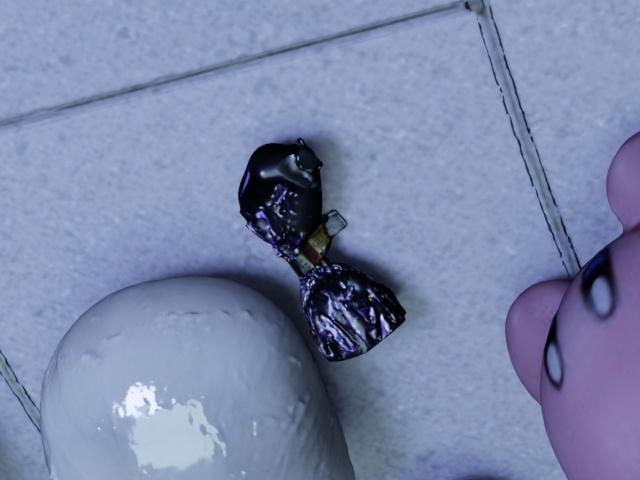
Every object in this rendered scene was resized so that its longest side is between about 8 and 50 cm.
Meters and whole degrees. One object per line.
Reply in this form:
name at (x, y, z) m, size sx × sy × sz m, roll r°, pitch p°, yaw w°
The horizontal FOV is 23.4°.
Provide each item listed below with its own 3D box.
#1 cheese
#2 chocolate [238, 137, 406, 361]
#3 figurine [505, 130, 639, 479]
cheese at (-0.088, 0.115, 0.989) m, size 0.198 × 0.154 × 0.189 m, roll -6°, pitch 116°, yaw 13°
chocolate at (-0.003, 0.001, 0.966) m, size 0.072 × 0.070 × 0.147 m, roll -15°, pitch 110°, yaw 29°
figurine at (0.251, 0.089, 0.885) m, size 0.261 × 0.211 × 0.270 m, roll 27°, pitch 122°, yaw -9°
